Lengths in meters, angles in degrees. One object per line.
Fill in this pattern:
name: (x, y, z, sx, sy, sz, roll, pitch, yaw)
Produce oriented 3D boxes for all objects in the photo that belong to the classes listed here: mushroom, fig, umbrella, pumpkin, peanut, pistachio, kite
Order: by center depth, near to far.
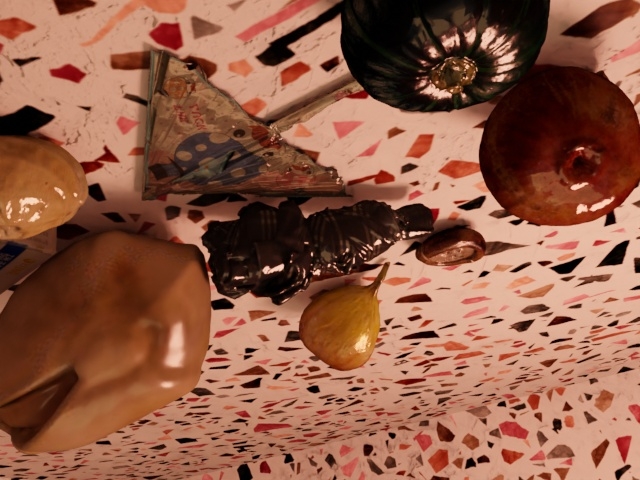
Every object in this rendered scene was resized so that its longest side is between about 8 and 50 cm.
pumpkin: (0.115, -0.200, 0.662, 0.202, 0.140, 0.202, -5, 153, -2)
peanut: (-0.400, -0.073, 0.772, 0.290, 0.130, 0.130, 15, 145, -36)
fig: (0.289, -0.117, 0.860, 0.205, 0.205, 0.205, -7, 154, -4)
kite: (-0.090, -0.123, 0.894, 0.368, 0.014, 0.406, -23, 150, 25)
umbrella: (-0.007, -0.009, 1.043, 0.336, 0.154, 0.128, -21, 156, -20)
pistachio: (-0.331, 0.155, 1.045, 0.281, 0.365, 0.445, 47, 125, -7)
mushroom: (0.224, 0.012, 1.222, 0.123, 0.052, 0.123, -2, 159, -1)
fig: (0.064, 0.130, 1.344, 0.159, 0.159, 0.257, 10, 129, -33)

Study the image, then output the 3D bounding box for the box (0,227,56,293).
box: (-0.552, 0.033, 1.001, 0.343, 0.065, 0.200, -28, 147, 35)
